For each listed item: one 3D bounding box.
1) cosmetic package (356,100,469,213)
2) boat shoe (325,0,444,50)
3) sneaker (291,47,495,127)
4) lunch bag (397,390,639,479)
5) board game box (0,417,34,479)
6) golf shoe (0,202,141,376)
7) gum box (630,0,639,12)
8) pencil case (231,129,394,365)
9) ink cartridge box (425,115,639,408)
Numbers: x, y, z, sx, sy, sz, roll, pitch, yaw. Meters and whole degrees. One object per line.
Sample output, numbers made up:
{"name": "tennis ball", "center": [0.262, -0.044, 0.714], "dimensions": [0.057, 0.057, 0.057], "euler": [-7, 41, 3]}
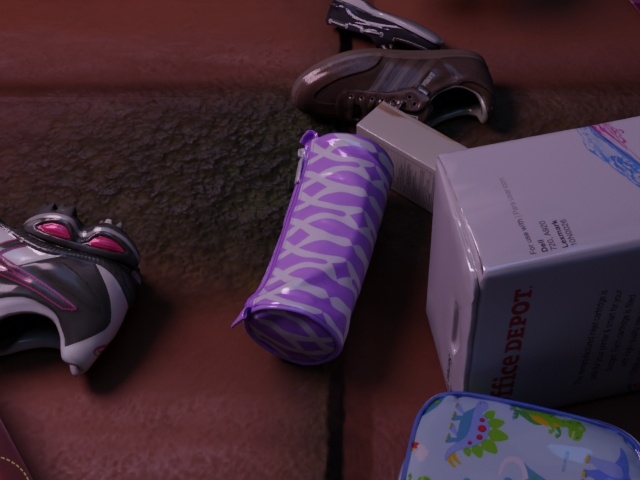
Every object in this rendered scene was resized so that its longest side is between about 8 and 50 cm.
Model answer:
{"name": "cosmetic package", "center": [0.087, -0.067, 0.963], "dimensions": [0.115, 0.060, 0.041], "euler": [34, 59, 23]}
{"name": "boat shoe", "center": [0.062, -0.208, 1.087], "dimensions": [0.125, 0.038, 0.046], "euler": [27, 16, 14]}
{"name": "sneaker", "center": [0.069, -0.133, 1.010], "dimensions": [0.188, 0.066, 0.071], "euler": [-9, 53, -4]}
{"name": "lunch bag", "center": [0.127, 0.218, 0.721], "dimensions": [0.176, 0.090, 0.219], "euler": [10, 53, 11]}
{"name": "board game box", "center": [-0.276, 0.167, 0.743], "dimensions": [0.145, 0.027, 0.281], "euler": [-19, 57, -33]}
{"name": "golf shoe", "center": [-0.283, 0.024, 0.882], "dimensions": [0.272, 0.105, 0.120], "euler": [10, 61, 11]}
{"name": "gum box", "center": [0.380, -0.250, 1.091], "dimensions": [0.107, 0.062, 0.188], "euler": [-17, 53, -11]}
{"name": "pencil case", "center": [0.000, 0.000, 0.894], "dimensions": [0.088, 0.086, 0.206], "euler": [31, 50, -18]}
{"name": "ink cartridge box", "center": [0.224, 0.016, 0.803], "dimensions": [0.278, 0.201, 0.117], "euler": [-11, 52, -6]}
